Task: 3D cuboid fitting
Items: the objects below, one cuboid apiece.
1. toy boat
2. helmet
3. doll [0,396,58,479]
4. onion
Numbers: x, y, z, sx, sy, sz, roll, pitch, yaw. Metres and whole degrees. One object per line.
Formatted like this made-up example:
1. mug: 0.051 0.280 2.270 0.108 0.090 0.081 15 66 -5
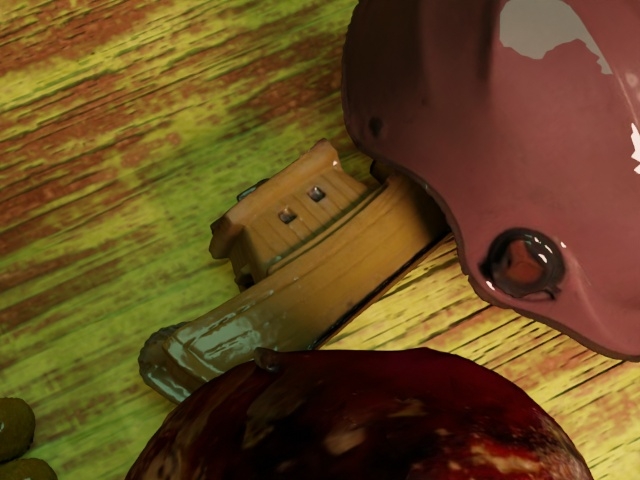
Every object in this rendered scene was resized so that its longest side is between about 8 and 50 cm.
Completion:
1. toy boat: 0.000 0.000 1.267 0.121 0.089 0.321 45 62 9
2. helmet: 0.190 -0.096 1.241 0.338 0.197 0.271 45 42 1
3. doll: -0.272 0.159 1.151 0.209 0.097 0.137 -20 85 -24
4. onion: 0.059 0.231 1.077 0.385 0.348 0.348 15 57 -42
